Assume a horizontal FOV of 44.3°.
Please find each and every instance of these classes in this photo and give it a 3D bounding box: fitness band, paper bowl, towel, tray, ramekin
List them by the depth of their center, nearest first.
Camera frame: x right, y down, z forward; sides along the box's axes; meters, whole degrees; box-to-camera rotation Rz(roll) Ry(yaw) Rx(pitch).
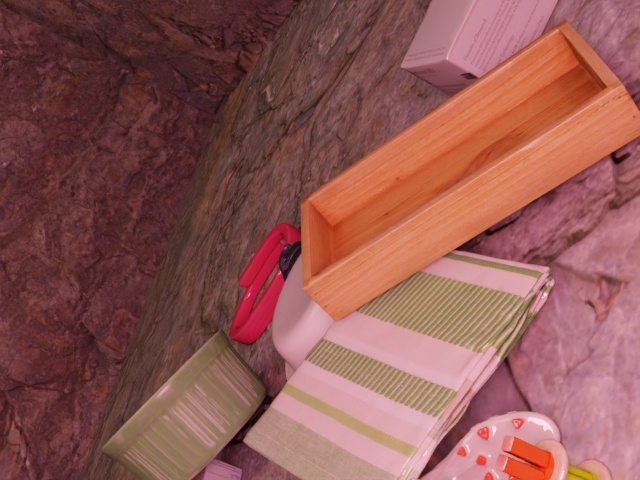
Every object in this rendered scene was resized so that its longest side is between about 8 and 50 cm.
[{"bbox_3d":[0.083,0.138,0.873,0.325,0.038,0.248,-51,34,-18],"label":"towel"},{"bbox_3d":[0.159,-0.084,0.950,0.411,0.076,0.202,-32,29,18],"label":"tray"},{"bbox_3d":[0.033,0.097,1.153,0.284,0.148,0.284,-54,20,29],"label":"paper bowl"},{"bbox_3d":[-0.240,0.322,1.444,0.303,0.148,0.303,-45,0,0],"label":"ramekin"},{"bbox_3d":[-0.121,0.096,1.728,0.290,0.054,0.209,-57,22,23],"label":"fitness band"}]

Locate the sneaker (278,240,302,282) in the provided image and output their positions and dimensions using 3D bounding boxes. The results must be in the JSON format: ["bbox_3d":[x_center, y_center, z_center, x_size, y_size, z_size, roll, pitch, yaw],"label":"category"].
[{"bbox_3d":[-0.002,0.000,1.466,0.226,0.086,0.163,-64,21,5],"label":"sneaker"}]

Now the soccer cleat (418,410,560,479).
[{"bbox_3d":[0.156,0.228,0.781,0.196,0.076,0.068,-42,67,23],"label":"soccer cleat"}]

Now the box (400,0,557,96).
[{"bbox_3d":[0.237,-0.319,1.185,0.181,0.119,0.181,-64,18,1],"label":"box"}]

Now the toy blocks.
[{"bbox_3d":[0.153,0.213,0.666,0.123,0.148,0.054,-58,20,19],"label":"toy blocks"}]

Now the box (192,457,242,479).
[{"bbox_3d":[-0.210,0.483,1.419,0.126,0.072,0.137,-45,25,43],"label":"box"}]
